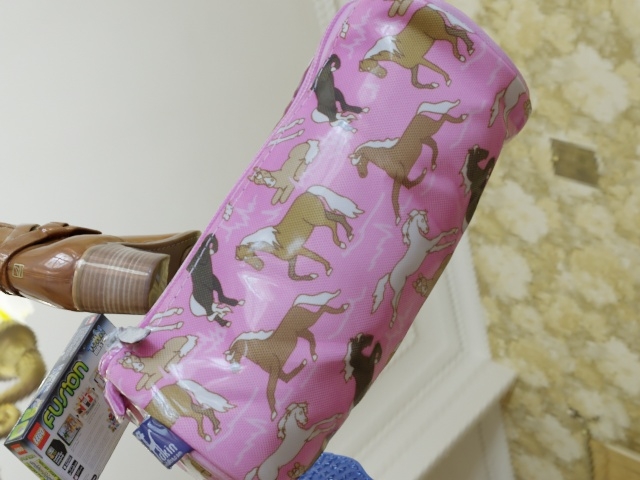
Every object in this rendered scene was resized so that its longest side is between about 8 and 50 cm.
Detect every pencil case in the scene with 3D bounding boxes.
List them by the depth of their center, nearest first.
[{"bbox_3d":[0.000,0.000,0.802,0.386,0.160,0.167,-56,-39,-9],"label":"pencil case"}]

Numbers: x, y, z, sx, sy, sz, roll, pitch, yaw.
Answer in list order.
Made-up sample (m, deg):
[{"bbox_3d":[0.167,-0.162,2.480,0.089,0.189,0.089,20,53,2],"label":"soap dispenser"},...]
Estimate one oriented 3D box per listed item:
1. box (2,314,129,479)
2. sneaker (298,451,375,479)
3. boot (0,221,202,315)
[{"bbox_3d":[-0.281,0.197,1.301,0.114,0.036,0.207,52,-141,-24],"label":"box"},{"bbox_3d":[0.048,0.293,1.123,0.081,0.232,0.090,-27,-62,-39],"label":"sneaker"},{"bbox_3d":[-0.255,0.031,1.198,0.283,0.220,0.109,-38,-44,-78],"label":"boot"}]
